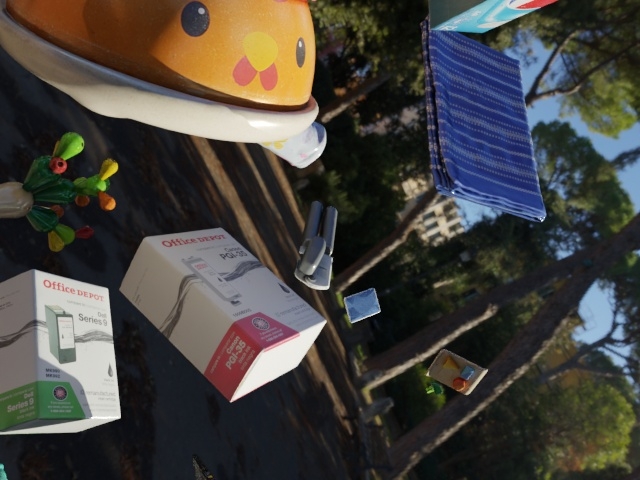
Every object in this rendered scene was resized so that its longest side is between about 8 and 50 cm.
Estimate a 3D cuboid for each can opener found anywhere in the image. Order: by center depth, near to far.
[{"bbox_3d":[0.000,0.000,1.209,0.074,0.093,0.280,22,32,-9],"label":"can opener"}]

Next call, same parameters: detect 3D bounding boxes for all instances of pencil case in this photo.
[{"bbox_3d":[-0.109,-0.270,1.275,0.273,0.113,0.124,26,44,-41],"label":"pencil case"}]

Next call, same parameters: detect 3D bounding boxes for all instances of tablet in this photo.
[{"bbox_3d":[0.088,0.136,1.199,0.006,0.083,0.054,-16,-91,57],"label":"tablet"}]

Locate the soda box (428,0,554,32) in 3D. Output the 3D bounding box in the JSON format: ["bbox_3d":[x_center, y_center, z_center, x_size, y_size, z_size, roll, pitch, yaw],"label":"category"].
[{"bbox_3d":[0.175,-0.238,0.474,0.210,0.067,0.071,-172,-102,-67],"label":"soda box"}]

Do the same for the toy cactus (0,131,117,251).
[{"bbox_3d":[-0.382,-0.053,0.796,0.219,0.180,0.112,-48,-117,50],"label":"toy cactus"}]

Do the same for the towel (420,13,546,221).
[{"bbox_3d":[0.277,-0.205,0.960,0.040,0.243,0.336,-31,-127,53],"label":"towel"}]

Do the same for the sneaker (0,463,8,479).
[{"bbox_3d":[-0.662,0.498,1.033,0.179,0.295,0.123,60,19,21],"label":"sneaker"}]

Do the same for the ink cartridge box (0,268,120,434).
[{"bbox_3d":[-0.527,0.224,1.136,0.211,0.121,0.289,35,37,-62],"label":"ink cartridge box"}]

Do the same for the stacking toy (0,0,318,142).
[{"bbox_3d":[-0.102,-0.367,0.553,0.351,0.350,0.480,-115,-138,-57],"label":"stacking toy"}]

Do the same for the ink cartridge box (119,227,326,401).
[{"bbox_3d":[-0.164,0.109,0.966,0.283,0.117,0.207,39,22,19],"label":"ink cartridge box"}]

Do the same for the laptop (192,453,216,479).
[{"bbox_3d":[-0.256,0.598,0.918,0.408,0.236,0.382,150,-70,-69],"label":"laptop"}]

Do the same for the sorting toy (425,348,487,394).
[{"bbox_3d":[0.163,0.174,0.712,0.012,0.062,0.083,-62,173,-48],"label":"sorting toy"}]
